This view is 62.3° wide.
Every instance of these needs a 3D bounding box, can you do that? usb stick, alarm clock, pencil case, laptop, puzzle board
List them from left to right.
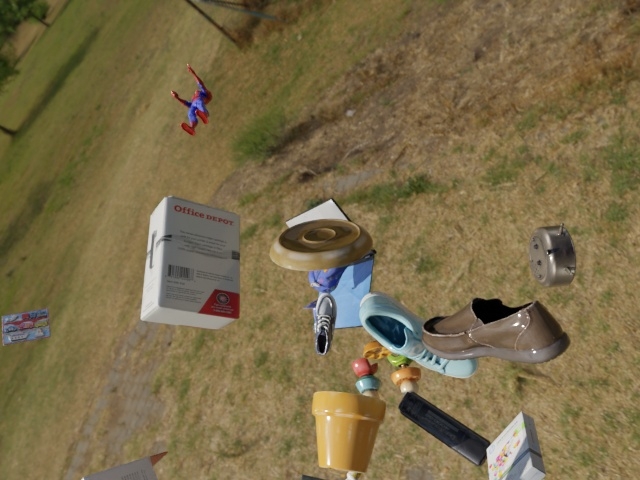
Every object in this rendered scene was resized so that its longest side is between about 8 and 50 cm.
[{"bbox_3d":[-0.898,0.262,1.618,0.011,0.128,0.096,116,140,-55],"label":"puzzle board"},{"bbox_3d":[0.009,0.105,2.007,0.236,0.408,0.382,-45,13,-29],"label":"laptop"},{"bbox_3d":[0.038,0.080,1.835,0.133,0.119,0.306,-38,-13,-28],"label":"pencil case"},{"bbox_3d":[0.351,0.532,1.508,0.278,0.045,0.077,29,79,29],"label":"usb stick"},{"bbox_3d":[0.486,0.039,1.140,0.064,0.192,0.130,-6,76,5],"label":"alarm clock"}]

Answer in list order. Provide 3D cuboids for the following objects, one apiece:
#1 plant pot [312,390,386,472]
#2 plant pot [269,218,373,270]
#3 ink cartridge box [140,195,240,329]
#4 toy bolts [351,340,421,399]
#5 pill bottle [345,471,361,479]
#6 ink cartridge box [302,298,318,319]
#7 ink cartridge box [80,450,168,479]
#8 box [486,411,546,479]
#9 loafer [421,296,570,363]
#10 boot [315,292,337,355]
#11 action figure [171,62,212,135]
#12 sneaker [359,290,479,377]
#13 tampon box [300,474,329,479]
[{"bbox_3d":[0.070,0.526,1.446,0.205,0.205,0.188,-16,56,44],"label":"plant pot"},{"bbox_3d":[0.000,0.000,1.192,0.236,0.032,0.236,-6,23,3],"label":"plant pot"},{"bbox_3d":[-0.300,0.056,1.249,0.114,0.196,0.273,-32,52,46],"label":"ink cartridge box"},{"bbox_3d":[0.202,0.456,1.773,0.228,0.218,0.159,-32,49,30],"label":"toy bolts"},{"bbox_3d":[0.124,0.833,1.900,0.043,0.043,0.083,12,62,54],"label":"pill bottle"},{"bbox_3d":[0.102,0.286,2.269,0.311,0.185,0.065,-2,100,26],"label":"ink cartridge box"},{"bbox_3d":[-0.591,0.751,1.496,0.309,0.271,0.130,-45,63,27],"label":"ink cartridge box"},{"bbox_3d":[0.438,0.499,1.201,0.145,0.038,0.186,-60,-3,24],"label":"box"},{"bbox_3d":[0.360,0.179,1.160,0.133,0.130,0.365,-25,7,-36],"label":"loafer"},{"bbox_3d":[0.016,0.262,1.663,0.086,0.069,0.190,-4,-86,-85],"label":"boot"},{"bbox_3d":[-0.393,-0.430,1.593,0.091,0.139,0.280,-35,28,13],"label":"action figure"},{"bbox_3d":[0.257,0.281,1.424,0.135,0.365,0.150,-64,-5,21],"label":"sneaker"},{"bbox_3d":[0.025,0.741,1.510,0.160,0.120,0.102,5,65,21],"label":"tampon box"}]
